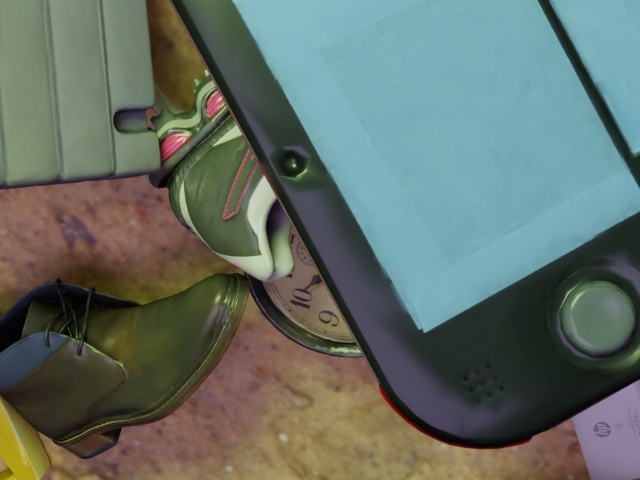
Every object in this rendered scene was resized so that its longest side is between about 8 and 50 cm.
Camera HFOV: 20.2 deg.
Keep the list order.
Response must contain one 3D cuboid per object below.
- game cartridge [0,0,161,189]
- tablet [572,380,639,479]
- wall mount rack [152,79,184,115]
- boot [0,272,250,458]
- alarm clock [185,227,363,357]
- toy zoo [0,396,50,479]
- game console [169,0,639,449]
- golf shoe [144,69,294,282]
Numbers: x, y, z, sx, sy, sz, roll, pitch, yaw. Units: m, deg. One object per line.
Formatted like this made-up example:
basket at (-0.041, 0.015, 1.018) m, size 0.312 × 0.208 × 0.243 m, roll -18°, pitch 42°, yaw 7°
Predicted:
game cartridge at (-0.206, -0.203, 0.987) m, size 0.068 × 0.230 × 0.355 m, roll 0°, pitch 95°, yaw 52°
tablet at (0.197, 0.123, 1.200) m, size 0.054 × 0.006 × 0.083 m, roll -14°, pitch 108°, yaw 16°
wall mount rack at (-0.255, -0.105, 1.135) m, size 0.350 × 0.130 × 0.304 m, roll -36°, pitch 132°, yaw 22°
boot at (-0.143, 0.067, 1.166) m, size 0.106 × 0.082 × 0.219 m, roll 31°, pitch 133°, yaw -23°
alarm clock at (0.000, 0.000, 1.156) m, size 0.192 × 0.064 × 0.129 m, roll 17°, pitch 114°, yaw 1°
toy zoo at (-0.328, 0.135, 1.290) m, size 0.293 × 0.030 × 0.192 m, roll -29°, pitch 103°, yaw 20°
game console at (0.120, -0.115, 0.979) m, size 0.342 × 0.060 × 0.386 m, roll -28°, pitch 92°, yaw 3°
golf shoe at (0.018, -0.098, 1.063) m, size 0.273 × 0.105 × 0.120 m, roll -49°, pitch 63°, yaw 16°
